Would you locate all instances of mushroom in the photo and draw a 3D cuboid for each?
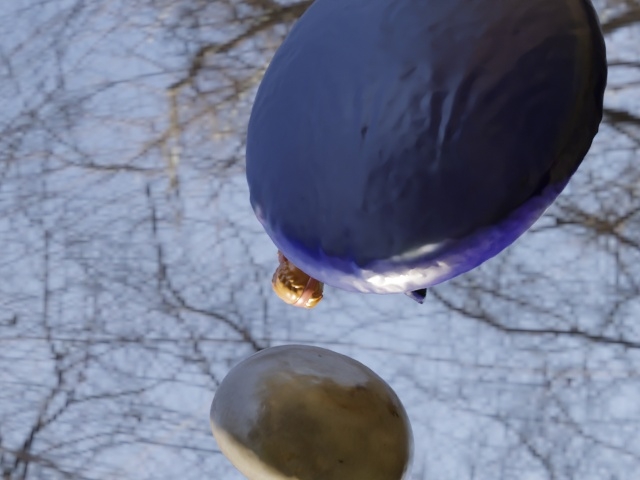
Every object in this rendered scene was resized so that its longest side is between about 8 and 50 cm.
[{"bbox_3d":[-0.022,0.213,1.533,0.207,0.207,0.215,10,-63,-44],"label":"mushroom"}]

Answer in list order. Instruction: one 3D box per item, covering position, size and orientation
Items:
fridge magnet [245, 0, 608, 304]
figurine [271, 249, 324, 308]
[{"bbox_3d":[0.067,-0.086,1.046,0.112,0.265,0.265,38,-117,-50],"label":"fridge magnet"},{"bbox_3d":[0.000,0.000,1.193,0.047,0.064,0.109,33,-109,-6],"label":"figurine"}]
